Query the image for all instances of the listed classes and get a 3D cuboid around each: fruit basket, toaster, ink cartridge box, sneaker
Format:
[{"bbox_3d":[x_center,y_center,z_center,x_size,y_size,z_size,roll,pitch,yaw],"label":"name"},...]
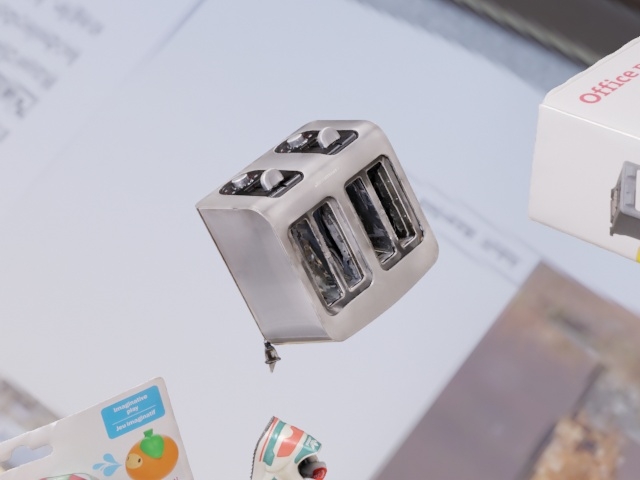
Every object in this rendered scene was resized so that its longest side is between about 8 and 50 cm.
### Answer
[{"bbox_3d":[-0.258,0.344,1.751,0.165,0.327,0.353,47,154,51],"label":"fruit basket"},{"bbox_3d":[0.000,0.000,1.598,0.110,0.168,0.185,-3,118,52],"label":"toaster"},{"bbox_3d":[0.369,-0.058,1.520,0.306,0.226,0.131,23,126,32],"label":"ink cartridge box"},{"bbox_3d":[-0.034,0.261,1.904,0.075,0.057,0.161,20,135,12],"label":"sneaker"}]
